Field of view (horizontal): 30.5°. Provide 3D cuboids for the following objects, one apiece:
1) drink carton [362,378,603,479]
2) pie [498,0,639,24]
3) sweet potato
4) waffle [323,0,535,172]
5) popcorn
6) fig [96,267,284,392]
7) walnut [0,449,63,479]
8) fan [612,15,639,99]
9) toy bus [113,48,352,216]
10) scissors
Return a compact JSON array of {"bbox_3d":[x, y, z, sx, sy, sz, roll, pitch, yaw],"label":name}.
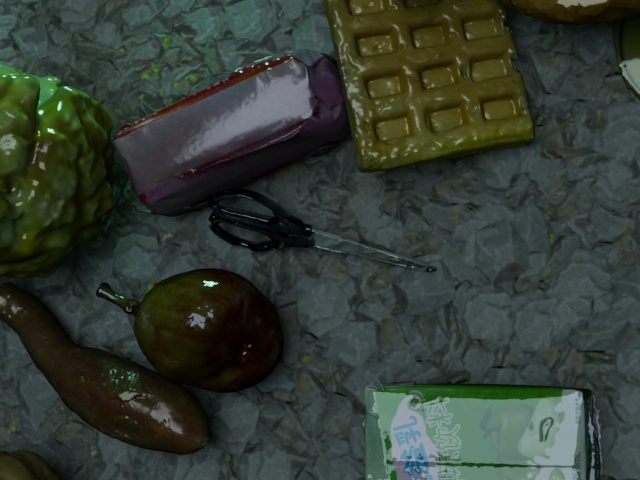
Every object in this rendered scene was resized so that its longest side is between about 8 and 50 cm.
[{"bbox_3d":[0.189,0.243,1.366,0.271,0.108,0.161,-2,82,16],"label":"drink carton"},{"bbox_3d":[0.322,-0.356,1.404,0.273,0.069,0.274,-3,59,4],"label":"pie"},{"bbox_3d":[-0.295,0.179,1.529,0.385,0.109,0.109,27,91,25],"label":"sweet potato"},{"bbox_3d":[0.131,-0.216,1.439,0.221,0.055,0.248,-10,80,-6],"label":"waffle"},{"bbox_3d":[-0.403,-0.089,1.501,0.279,0.335,0.275,1,71,-6],"label":"popcorn"},{"bbox_3d":[-0.181,0.101,1.483,0.274,0.170,0.146,13,70,35],"label":"fig"},{"bbox_3d":[-0.430,0.382,1.477,0.257,0.224,0.257,-30,38,26],"label":"walnut"},{"bbox_3d":[0.490,-0.223,1.392,0.229,0.011,0.335,-45,71,6],"label":"fan"},{"bbox_3d":[-0.105,-0.138,1.494,0.302,0.147,0.128,-23,82,14],"label":"toy bus"},{"bbox_3d":[0.000,0.000,1.481,0.299,0.109,0.022,16,53,9],"label":"scissors"}]
